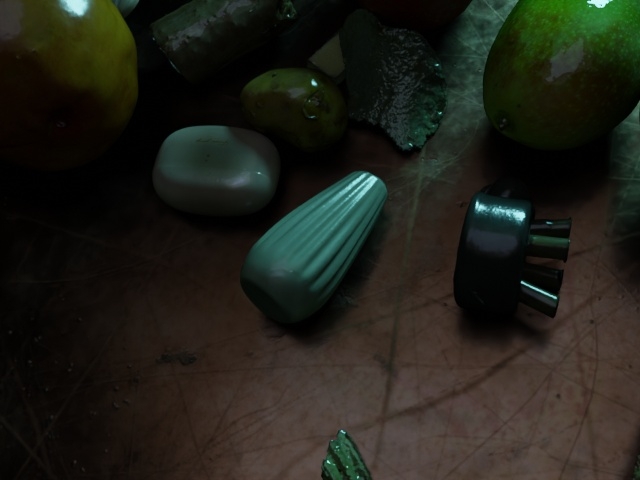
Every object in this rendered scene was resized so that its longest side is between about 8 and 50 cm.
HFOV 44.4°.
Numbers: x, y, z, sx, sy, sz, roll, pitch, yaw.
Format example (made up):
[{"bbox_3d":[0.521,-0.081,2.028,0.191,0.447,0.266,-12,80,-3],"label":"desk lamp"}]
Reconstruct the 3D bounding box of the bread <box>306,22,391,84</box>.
[{"bbox_3d":[0.052,-0.325,1.309,0.068,0.028,0.154,39,77,24],"label":"bread"}]

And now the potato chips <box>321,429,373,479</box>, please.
[{"bbox_3d":[0.046,0.343,0.983,0.092,0.028,0.207,-29,64,-5],"label":"potato chips"}]

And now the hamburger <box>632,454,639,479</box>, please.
[{"bbox_3d":[0.449,0.251,0.892,0.124,0.131,0.262,10,68,53],"label":"hamburger"}]

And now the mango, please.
[{"bbox_3d":[0.377,-0.286,1.133,0.225,0.201,0.382,11,54,40],"label":"mango"}]

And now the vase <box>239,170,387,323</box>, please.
[{"bbox_3d":[0.000,0.000,1.112,0.128,0.128,0.248,33,66,23],"label":"vase"}]

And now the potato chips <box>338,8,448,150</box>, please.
[{"bbox_3d":[0.100,-0.257,1.229,0.228,0.059,0.167,35,103,14],"label":"potato chips"}]

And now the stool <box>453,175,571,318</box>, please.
[{"bbox_3d":[0.257,0.000,1.037,0.139,0.153,0.228,10,67,16],"label":"stool"}]

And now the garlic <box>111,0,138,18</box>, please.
[{"bbox_3d":[-0.450,-0.440,1.420,0.257,0.207,0.207,-50,60,25],"label":"garlic"}]

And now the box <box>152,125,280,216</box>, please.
[{"bbox_3d":[-0.161,-0.108,1.211,0.200,0.088,0.146,5,64,15],"label":"box"}]

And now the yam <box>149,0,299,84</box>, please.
[{"bbox_3d":[-0.158,-0.368,1.318,0.238,0.128,0.129,-33,97,0],"label":"yam"}]

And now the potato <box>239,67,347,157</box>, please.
[{"bbox_3d":[-0.039,-0.209,1.215,0.176,0.137,0.137,22,70,8],"label":"potato"}]

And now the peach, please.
[{"bbox_3d":[-0.446,-0.270,1.209,0.343,0.343,0.302,-23,60,0],"label":"peach"}]

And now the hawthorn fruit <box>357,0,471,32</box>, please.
[{"bbox_3d":[0.159,-0.475,1.242,0.284,0.284,0.284,-5,64,9],"label":"hawthorn fruit"}]
